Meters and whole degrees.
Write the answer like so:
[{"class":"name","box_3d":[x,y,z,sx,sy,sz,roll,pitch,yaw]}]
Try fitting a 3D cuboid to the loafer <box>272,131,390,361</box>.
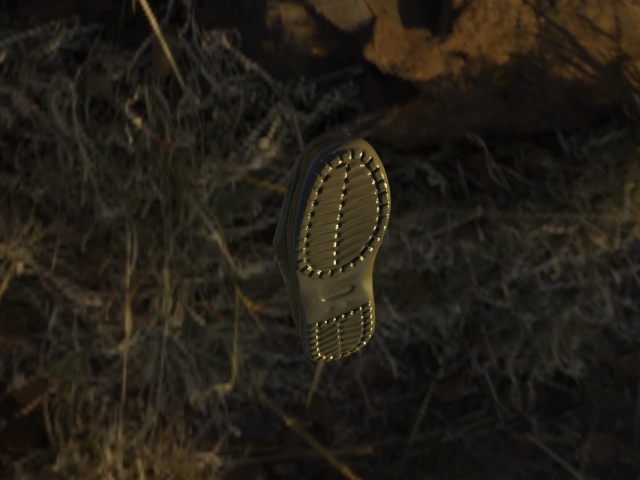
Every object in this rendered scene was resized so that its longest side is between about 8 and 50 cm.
[{"class":"loafer","box_3d":[0.000,0.000,0.780,0.056,0.050,0.148,-16,136,-21]}]
